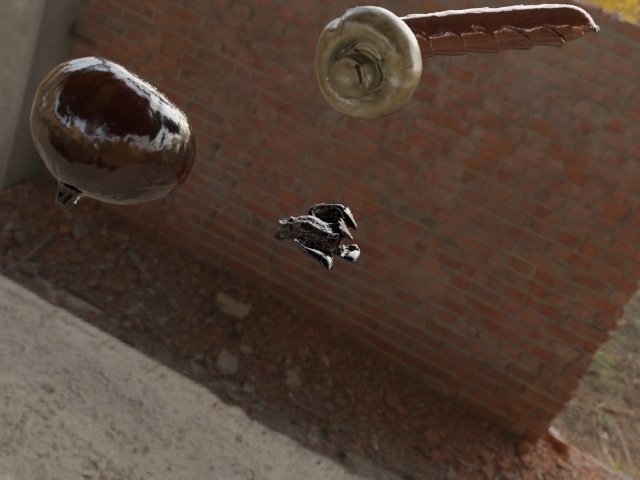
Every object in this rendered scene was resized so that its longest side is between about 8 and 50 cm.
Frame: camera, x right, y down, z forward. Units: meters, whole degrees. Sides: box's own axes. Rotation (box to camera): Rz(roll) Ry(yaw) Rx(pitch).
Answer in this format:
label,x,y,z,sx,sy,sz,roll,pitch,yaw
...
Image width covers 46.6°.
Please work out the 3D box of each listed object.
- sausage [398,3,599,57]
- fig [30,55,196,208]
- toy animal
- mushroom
label,x,y,z,sx,sy,sz,roll,pitch,yaw
sausage,0.292,-0.384,1.362,0.433,0.088,0.088,-4,25,-1
fig,-0.295,-0.145,1.052,0.235,0.214,0.235,28,-22,13
toy animal,-0.008,-0.001,1.667,0.179,0.116,0.218,-2,37,17
mushroom,0.064,-0.256,1.081,0.166,0.166,0.127,31,33,18
